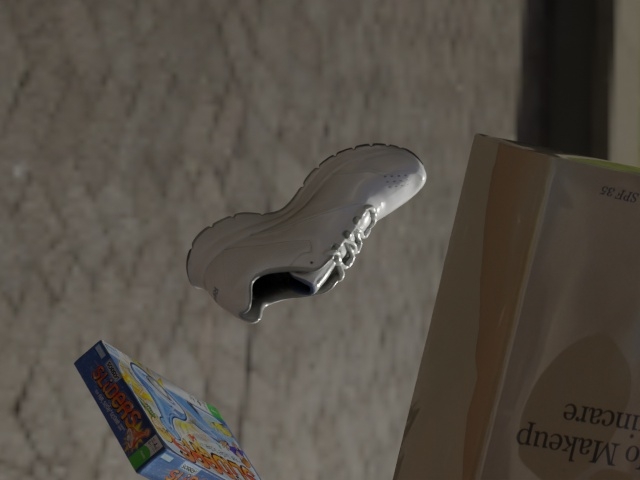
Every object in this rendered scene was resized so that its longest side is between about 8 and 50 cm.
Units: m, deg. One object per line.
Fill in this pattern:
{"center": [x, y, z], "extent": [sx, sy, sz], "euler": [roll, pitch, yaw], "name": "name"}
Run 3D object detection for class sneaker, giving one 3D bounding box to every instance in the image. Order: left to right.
{"center": [0.000, 0.000, 2.131], "extent": [0.129, 0.297, 0.111], "euler": [50, -12, 42], "name": "sneaker"}

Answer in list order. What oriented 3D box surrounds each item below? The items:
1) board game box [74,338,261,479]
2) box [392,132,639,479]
{"center": [-0.126, 0.178, 1.691], "extent": [0.136, 0.035, 0.201], "euler": [54, 9, 35], "name": "board game box"}
{"center": [0.147, 0.100, 1.224], "extent": [0.121, 0.148, 0.311], "euler": [-152, -108, -69], "name": "box"}
